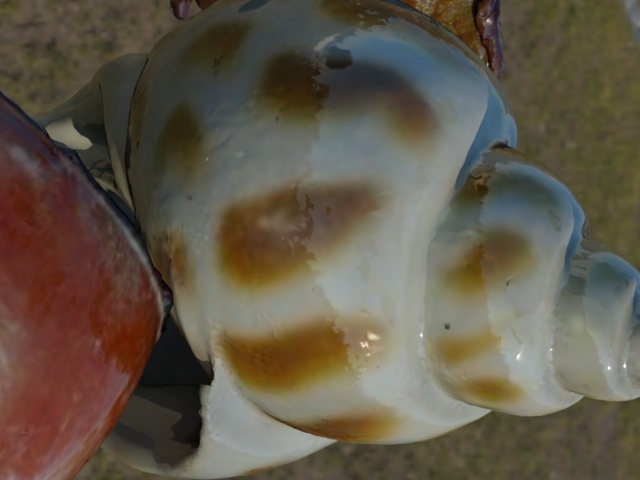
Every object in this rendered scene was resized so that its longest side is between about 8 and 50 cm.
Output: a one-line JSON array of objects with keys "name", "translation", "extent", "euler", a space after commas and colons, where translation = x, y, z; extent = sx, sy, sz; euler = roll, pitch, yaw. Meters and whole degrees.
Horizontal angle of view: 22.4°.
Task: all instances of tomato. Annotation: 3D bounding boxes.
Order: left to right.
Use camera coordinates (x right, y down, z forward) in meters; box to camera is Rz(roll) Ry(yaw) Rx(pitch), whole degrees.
[{"name": "tomato", "translation": [-0.167, 0.042, 0.497], "extent": [0.181, 0.214, 0.155], "euler": [37, 56, -18]}]

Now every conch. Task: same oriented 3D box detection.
[{"name": "conch", "translation": [0.001, 0.000, 0.572], "extent": [0.148, 0.275, 0.183], "euler": [-8, 112, -29]}]

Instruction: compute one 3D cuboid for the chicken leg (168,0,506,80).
[{"name": "chicken leg", "translation": [0.002, -0.156, 0.770], "extent": [0.322, 0.177, 0.083], "euler": [77, 19, -50]}]
